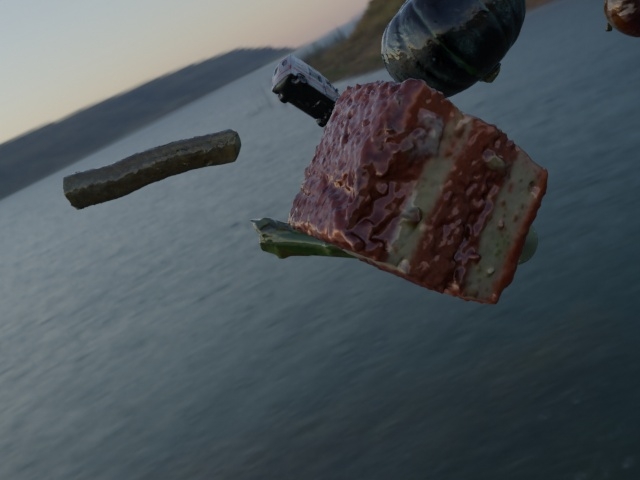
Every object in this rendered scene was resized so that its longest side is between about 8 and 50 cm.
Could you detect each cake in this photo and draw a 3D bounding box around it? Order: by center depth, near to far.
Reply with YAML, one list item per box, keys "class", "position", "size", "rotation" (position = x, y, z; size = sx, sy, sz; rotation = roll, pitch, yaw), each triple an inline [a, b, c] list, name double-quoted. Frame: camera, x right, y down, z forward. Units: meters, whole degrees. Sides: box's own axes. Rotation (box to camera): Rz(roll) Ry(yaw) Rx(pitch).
- class: "cake"
  position: [0.160, -0.072, 1.427]
  size: [0.269, 0.320, 0.270]
  rotation: [-66, 20, -1]

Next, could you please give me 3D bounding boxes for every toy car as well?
- class: "toy car"
  position: [-0.023, -0.377, 2.286]
  size: [0.089, 0.210, 0.108]
  rotation: [-40, 35, 34]

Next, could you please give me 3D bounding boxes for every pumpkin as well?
- class: "pumpkin"
  position: [0.270, -0.412, 1.787]
  size: [0.315, 0.238, 0.315]
  rotation: [-44, 11, 10]

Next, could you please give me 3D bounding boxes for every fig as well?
- class: "fig"
  position: [0.414, -0.316, 1.227]
  size: [0.089, 0.088, 0.125]
  rotation: [-29, 10, -14]

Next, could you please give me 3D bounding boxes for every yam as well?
- class: "yam"
  position: [-0.329, -0.143, 1.793]
  size: [0.357, 0.081, 0.081]
  rotation: [-17, 10, -8]

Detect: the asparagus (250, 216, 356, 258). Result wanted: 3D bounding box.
- class: "asparagus"
  position: [0.000, -0.001, 1.947]
  size: [0.343, 0.082, 0.085]
  rotation: [7, 55, 22]

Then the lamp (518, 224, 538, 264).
- class: "lamp"
  position: [0.320, 0.002, 1.623]
  size: [0.163, 0.091, 0.091]
  rotation: [-2, -9, -45]
